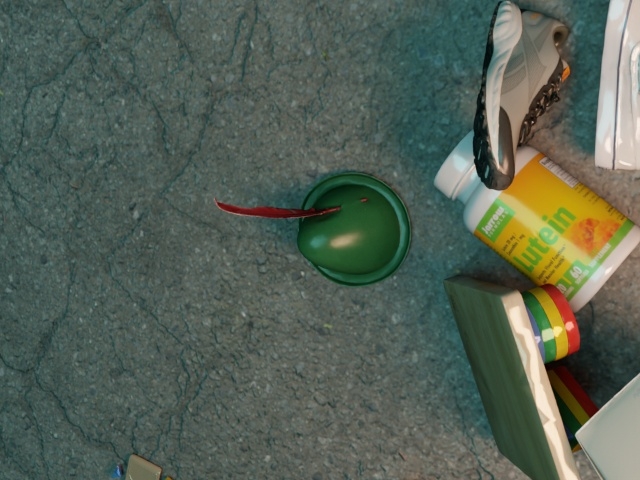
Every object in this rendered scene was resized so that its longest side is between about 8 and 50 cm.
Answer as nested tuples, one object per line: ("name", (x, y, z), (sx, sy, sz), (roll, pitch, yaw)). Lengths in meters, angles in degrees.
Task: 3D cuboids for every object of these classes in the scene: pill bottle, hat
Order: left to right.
("hat", (0.000, 0.000, 1.222), (0.208, 0.183, 0.173), (-7, 97, 26))
("pill bottle", (0.269, -0.034, 1.114), (0.245, 0.136, 0.136), (40, 114, 14))

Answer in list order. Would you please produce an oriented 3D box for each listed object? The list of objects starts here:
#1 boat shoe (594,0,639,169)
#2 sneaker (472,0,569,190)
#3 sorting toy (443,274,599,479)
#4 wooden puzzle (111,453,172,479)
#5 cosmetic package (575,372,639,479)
("boat shoe", (0.387, -0.212, 1.060), (0.084, 0.095, 0.258), (7, 113, 20))
("sneaker", (0.244, -0.180, 1.059), (0.107, 0.100, 0.272), (12, 62, 8))
("sorting toy", (0.265, 0.165, 1.096), (0.089, 0.255, 0.257), (-19, 94, -6))
("wooden puzzle", (-0.314, 0.423, 1.547), (0.116, 0.014, 0.079), (28, 106, 19))
("cosmetic package", (0.452, 0.237, 0.979), (0.160, 0.309, 0.113), (-50, 39, 23))
